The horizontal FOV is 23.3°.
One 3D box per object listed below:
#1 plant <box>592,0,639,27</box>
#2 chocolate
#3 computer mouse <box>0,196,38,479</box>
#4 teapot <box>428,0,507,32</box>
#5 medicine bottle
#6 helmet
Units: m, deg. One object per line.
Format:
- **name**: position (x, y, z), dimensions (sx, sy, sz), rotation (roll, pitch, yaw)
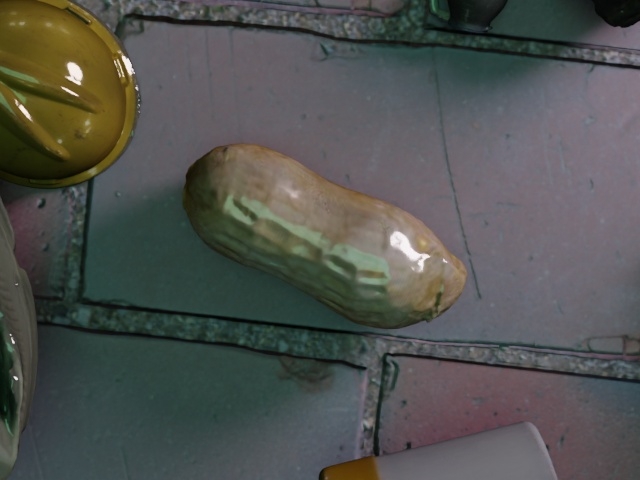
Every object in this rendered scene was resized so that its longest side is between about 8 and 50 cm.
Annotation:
- **plant**: position (0.363, -0.330, 1.565), dimensions (0.256, 0.164, 0.142), rotation (-37, 93, 14)
- **chocolate**: position (0.000, 0.000, 1.603), dimensions (0.309, 0.134, 0.134), rotation (23, 94, 1)
- **computer mouse**: position (-0.403, 0.069, 1.568), dimensions (0.228, 0.145, 0.428), rotation (-17, 83, 14)
- **teapot**: position (0.151, -0.250, 1.622), dimensions (0.088, 0.066, 0.057), rotation (21, 112, 21)
- **medicine bottle**: position (0.134, 0.321, 1.566), dimensions (0.232, 0.238, 0.237), rotation (-13, 94, 0)
- **helmet**: position (-0.312, -0.162, 1.591), dimensions (0.257, 0.140, 0.205), rotation (35, 93, -4)
